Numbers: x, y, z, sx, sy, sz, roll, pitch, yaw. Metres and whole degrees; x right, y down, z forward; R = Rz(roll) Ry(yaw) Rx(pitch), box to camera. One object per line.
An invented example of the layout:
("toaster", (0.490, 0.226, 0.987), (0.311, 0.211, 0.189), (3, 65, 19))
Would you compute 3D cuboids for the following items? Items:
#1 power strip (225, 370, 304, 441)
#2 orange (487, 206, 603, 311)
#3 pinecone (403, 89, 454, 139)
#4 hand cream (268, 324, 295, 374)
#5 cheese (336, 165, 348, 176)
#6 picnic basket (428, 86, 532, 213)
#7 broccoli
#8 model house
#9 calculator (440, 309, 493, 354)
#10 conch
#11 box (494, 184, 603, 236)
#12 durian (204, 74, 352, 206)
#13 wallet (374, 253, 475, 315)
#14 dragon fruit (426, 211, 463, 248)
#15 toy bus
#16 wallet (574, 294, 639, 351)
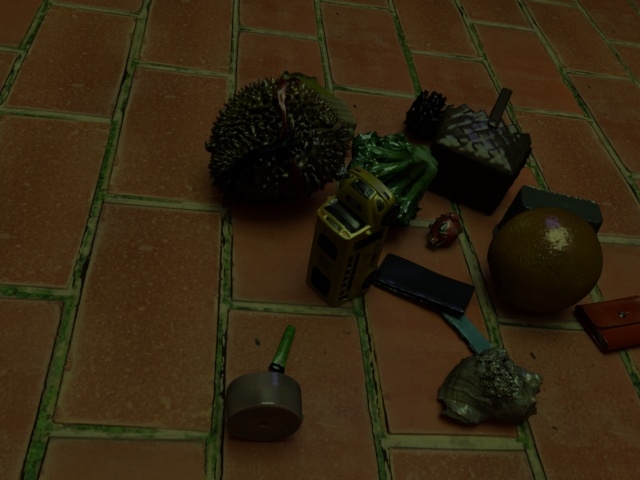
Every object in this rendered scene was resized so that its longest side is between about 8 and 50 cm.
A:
("power strip", (-0.107, 0.323, 1.294), (0.154, 0.154, 0.078), (4, 46, -11))
("orange", (0.557, 0.048, 1.662), (0.274, 0.274, 0.274), (7, 44, -7))
("pinecone", (0.367, -0.396, 2.152), (0.165, 0.163, 0.163), (23, 41, -17))
("hand cream", (-0.081, 0.241, 1.476), (0.036, 0.023, 0.122), (25, 45, -6))
("cheese", (0.121, -0.222, 1.990), (0.192, 0.037, 0.097), (-18, 51, -30))
("picnic basket", (0.469, -0.278, 1.979), (0.291, 0.254, 0.321), (25, 58, 10))
("broccoli", (0.193, -0.167, 1.793), (0.265, 0.245, 0.295), (23, 39, -43))
("model house", (-0.012, -0.377, 1.981), (0.234, 0.175, 0.193), (33, 20, 24))
("calculator", (0.359, 0.225, 1.609), (0.057, 0.018, 0.172), (-19, 52, -30))
("conch", (0.366, 0.320, 1.456), (0.245, 0.163, 0.178), (-19, 17, -9))
("box", (0.635, -0.032, 1.827), (0.274, 0.178, 0.138), (12, 44, -2))
("durian", (-0.111, -0.254, 1.751), (0.384, 0.348, 0.348), (0, 45, -5))
("wallet", (0.261, 0.110, 1.685), (0.244, 0.025, 0.124), (20, 40, 15))
("dragon fruit", (0.335, -0.025, 1.816), (0.116, 0.086, 0.081), (-43, 105, -33))
("toy bus", (0.065, -0.002, 1.541), (0.151, 0.331, 0.145), (-28, 57, -31))
("wallet", (0.774, 0.210, 1.711), (0.204, 0.045, 0.142), (-6, 47, -20))
